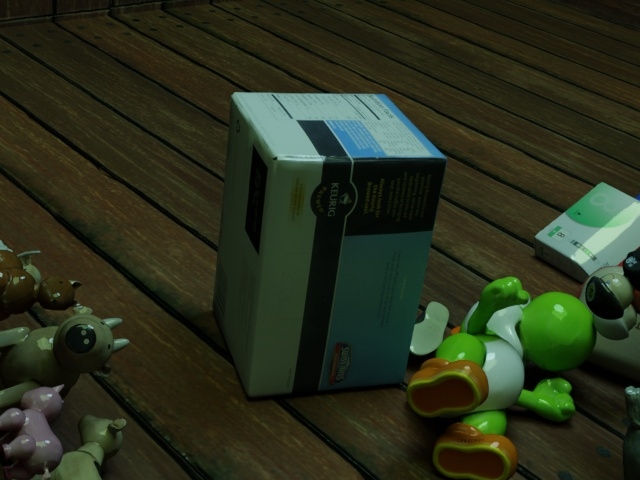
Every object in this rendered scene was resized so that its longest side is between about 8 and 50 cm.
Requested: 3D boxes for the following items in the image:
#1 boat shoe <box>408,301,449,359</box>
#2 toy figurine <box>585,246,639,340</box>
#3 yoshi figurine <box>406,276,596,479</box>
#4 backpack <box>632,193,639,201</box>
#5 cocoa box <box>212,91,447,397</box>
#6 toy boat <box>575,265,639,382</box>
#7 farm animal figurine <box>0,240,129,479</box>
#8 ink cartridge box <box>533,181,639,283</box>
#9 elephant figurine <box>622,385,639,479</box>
[{"bbox_3d":[0.150,0.138,1.450,0.049,0.042,0.133,34,32,4],"label":"boat shoe"},{"bbox_3d":[0.439,0.110,1.246,0.148,0.213,0.210,-35,68,4],"label":"toy figurine"},{"bbox_3d":[0.259,0.154,1.312,0.203,0.204,0.362,32,31,10],"label":"yoshi figurine"},{"bbox_3d":[0.588,-0.034,1.820,0.101,0.098,0.120,-8,14,39],"label":"backpack"},{"bbox_3d":[0.000,0.000,1.340,0.227,0.347,0.231,-2,29,-19],"label":"cocoa box"},{"bbox_3d":[0.487,0.134,1.469,0.231,0.151,0.151,21,2,23],"label":"toy boat"},{"bbox_3d":[-0.302,0.159,1.122,0.172,0.331,0.326,-12,6,-28],"label":"farm animal figurine"},{"bbox_3d":[0.505,0.009,1.696,0.181,0.056,0.224,-36,44,-21],"label":"ink cartridge box"},{"bbox_3d":[0.444,0.295,1.095,0.185,0.169,0.239,4,24,-18],"label":"elephant figurine"}]
